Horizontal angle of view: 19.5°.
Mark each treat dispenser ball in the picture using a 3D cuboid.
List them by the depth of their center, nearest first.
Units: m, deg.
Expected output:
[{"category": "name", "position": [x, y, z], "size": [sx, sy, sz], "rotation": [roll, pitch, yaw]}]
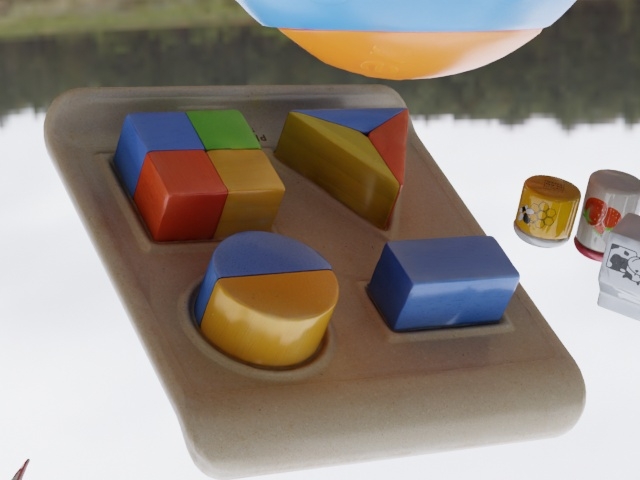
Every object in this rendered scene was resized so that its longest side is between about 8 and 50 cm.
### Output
[{"category": "treat dispenser ball", "position": [0.055, -0.248, 1.191], "size": [0.288, 0.288, 0.288], "rotation": [-2, -166, 0]}]

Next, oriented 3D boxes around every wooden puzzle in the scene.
[{"category": "wooden puzzle", "position": [0.000, 0.000, 1.347], "size": [0.322, 0.080, 0.348], "rotation": [-3, -133, -30]}]

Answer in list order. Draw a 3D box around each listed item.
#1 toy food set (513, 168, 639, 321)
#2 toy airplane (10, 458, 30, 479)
[{"category": "toy food set", "position": [0.238, 0.036, 1.235], "size": [0.232, 0.104, 0.111], "rotation": [20, -152, 19]}, {"category": "toy airplane", "position": [-0.162, 0.162, 0.806], "size": [0.151, 0.151, 0.028], "rotation": [-8, -176, -22]}]
